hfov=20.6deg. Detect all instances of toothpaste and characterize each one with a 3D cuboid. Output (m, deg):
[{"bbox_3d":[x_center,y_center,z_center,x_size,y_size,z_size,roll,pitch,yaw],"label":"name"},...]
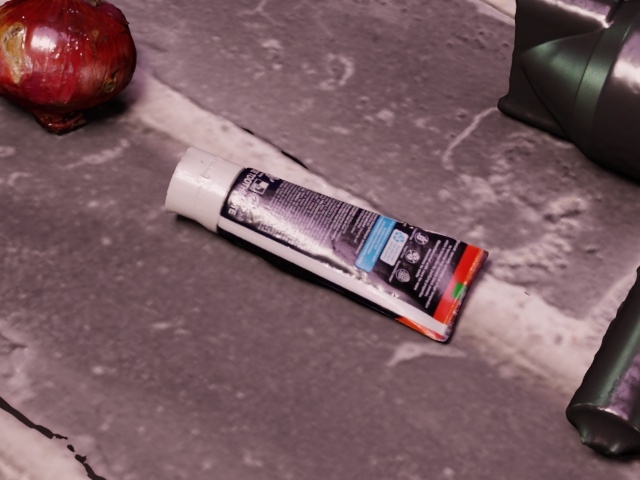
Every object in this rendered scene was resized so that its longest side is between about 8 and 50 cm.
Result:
[{"bbox_3d":[0.000,0.000,1.065,0.194,0.045,0.071,21,59,9],"label":"toothpaste"}]

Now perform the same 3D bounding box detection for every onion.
[{"bbox_3d":[-0.170,-0.117,1.132,0.107,0.097,0.107,-3,9,1],"label":"onion"}]

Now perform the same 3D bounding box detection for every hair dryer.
[{"bbox_3d":[0.184,-0.015,1.051,0.244,0.116,0.302,21,58,20],"label":"hair dryer"}]
